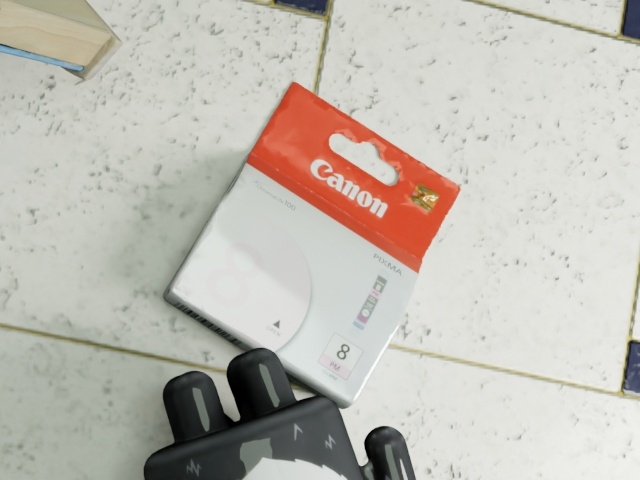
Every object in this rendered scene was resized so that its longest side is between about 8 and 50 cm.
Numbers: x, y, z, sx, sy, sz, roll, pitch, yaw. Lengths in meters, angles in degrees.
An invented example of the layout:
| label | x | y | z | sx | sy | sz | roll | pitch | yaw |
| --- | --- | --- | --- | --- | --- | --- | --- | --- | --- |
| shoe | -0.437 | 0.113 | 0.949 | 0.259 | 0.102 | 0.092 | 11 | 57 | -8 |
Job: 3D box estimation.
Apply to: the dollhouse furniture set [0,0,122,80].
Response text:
| label | x | y | z | sx | sy | sz | roll | pitch | yaw |
| --- | --- | --- | --- | --- | --- | --- | --- | --- | --- |
| dollhouse furniture set | -0.375 | -0.146 | 1.558 | 0.303 | 0.198 | 0.286 | -46 | 71 | 14 |

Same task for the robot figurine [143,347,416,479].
| label | x | y | z | sx | sy | sz | roll | pitch | yaw |
| --- | --- | --- | --- | --- | --- | --- | --- | --- | --- |
| robot figurine | -0.040 | 0.230 | 1.533 | 0.209 | 0.173 | 0.278 | -20 | 87 | 25 |

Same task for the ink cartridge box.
| label | x | y | z | sx | sy | sz | roll | pitch | yaw |
| --- | --- | --- | --- | --- | --- | --- | --- | --- | --- |
| ink cartridge box | 0.000 | 0.000 | 1.643 | 0.189 | 0.066 | 0.232 | 32 | 79 | -8 |
